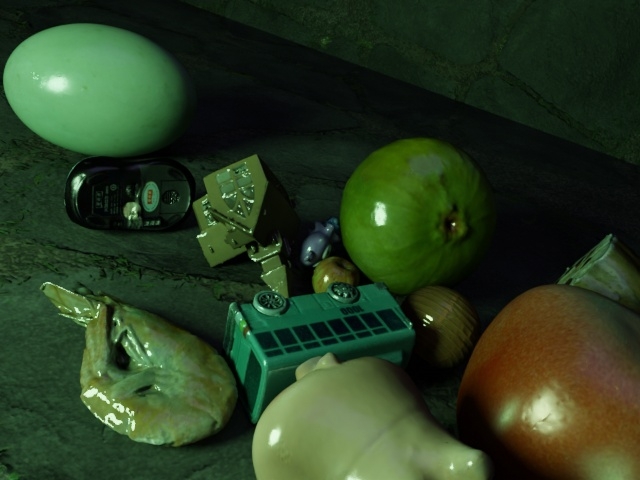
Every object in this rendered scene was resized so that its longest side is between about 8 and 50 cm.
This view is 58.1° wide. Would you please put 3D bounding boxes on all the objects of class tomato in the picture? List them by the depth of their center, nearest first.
[{"bbox_3d":[0.346,0.214,0.711,0.341,0.273,0.341,12,29,-6],"label":"tomato"}]

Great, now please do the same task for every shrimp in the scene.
[{"bbox_3d":[-0.250,0.151,0.737,0.317,0.077,0.168,27,33,13],"label":"shrimp"}]

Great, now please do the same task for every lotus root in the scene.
[{"bbox_3d":[0.461,0.127,0.966,0.192,0.272,0.272,39,35,17],"label":"lotus root"}]

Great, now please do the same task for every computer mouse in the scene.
[{"bbox_3d":[-0.344,-0.088,1.042,0.233,0.138,0.096,-1,14,-36],"label":"computer mouse"}]

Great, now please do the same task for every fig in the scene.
[{"bbox_3d":[0.168,-0.046,1.092,0.315,0.316,0.316,12,29,-7],"label":"fig"}]

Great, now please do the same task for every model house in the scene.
[{"bbox_3d":[-0.115,0.013,1.004,0.176,0.181,0.248,-25,65,6],"label":"model house"}]

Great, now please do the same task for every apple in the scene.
[{"bbox_3d":[0.026,0.070,1.017,0.083,0.071,0.084,19,29,-11],"label":"apple"}]

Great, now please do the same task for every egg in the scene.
[{"bbox_3d":[-0.461,-0.317,1.237,0.388,0.276,0.276,3,31,-21],"label":"egg"}]

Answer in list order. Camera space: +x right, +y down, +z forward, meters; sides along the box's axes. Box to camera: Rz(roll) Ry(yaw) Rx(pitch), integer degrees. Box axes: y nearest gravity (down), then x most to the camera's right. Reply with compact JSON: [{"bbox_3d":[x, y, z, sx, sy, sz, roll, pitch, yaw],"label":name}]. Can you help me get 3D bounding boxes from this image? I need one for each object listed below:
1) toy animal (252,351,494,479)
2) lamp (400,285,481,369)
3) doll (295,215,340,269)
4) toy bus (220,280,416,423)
[{"bbox_3d":[0.067,0.262,0.564,0.237,0.269,0.327,-16,74,-42],"label":"toy animal"},{"bbox_3d":[0.185,0.136,0.911,0.136,0.137,0.136,12,29,-7],"label":"lamp"},{"bbox_3d":[0.000,0.000,1.092,0.067,0.110,0.206,36,23,0],"label":"doll"},{"bbox_3d":[0.004,0.151,0.807,0.255,0.128,0.147,-5,37,-29],"label":"toy bus"}]
